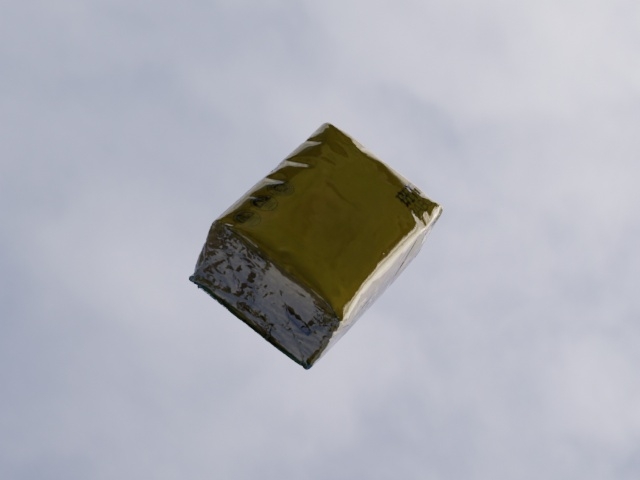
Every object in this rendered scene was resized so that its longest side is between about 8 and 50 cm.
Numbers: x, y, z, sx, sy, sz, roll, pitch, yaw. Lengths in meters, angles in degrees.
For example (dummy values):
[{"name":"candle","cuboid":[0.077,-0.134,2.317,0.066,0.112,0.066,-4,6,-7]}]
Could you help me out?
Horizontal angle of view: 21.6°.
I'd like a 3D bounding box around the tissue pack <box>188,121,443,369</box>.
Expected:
[{"name":"tissue pack","cuboid":[0.000,0.000,1.231,0.120,0.082,0.169,38,-138,8]}]
